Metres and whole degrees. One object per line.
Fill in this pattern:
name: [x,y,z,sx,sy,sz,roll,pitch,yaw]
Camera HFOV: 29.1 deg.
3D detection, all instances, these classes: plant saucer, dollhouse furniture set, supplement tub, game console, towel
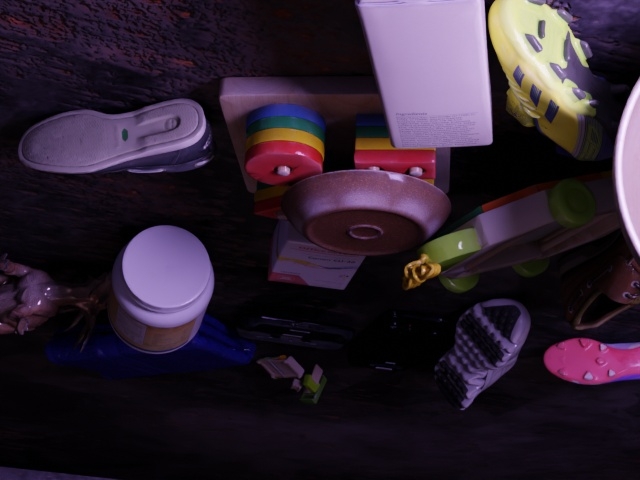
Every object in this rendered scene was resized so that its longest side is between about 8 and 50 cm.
plant saucer: [0.052,-0.024,1.425,0.198,0.036,0.198,2,157,1]
dollhouse furniture set: [-0.045,0.246,2.340,0.076,0.059,0.152,-6,138,38]
supplement tub: [-0.231,0.071,1.778,0.144,0.144,0.200,7,157,-10]
game console: [0.037,0.156,2.093,0.361,0.044,0.213,9,155,-16]
towel: [-0.294,0.181,2.160,0.308,0.076,0.227,-8,162,23]

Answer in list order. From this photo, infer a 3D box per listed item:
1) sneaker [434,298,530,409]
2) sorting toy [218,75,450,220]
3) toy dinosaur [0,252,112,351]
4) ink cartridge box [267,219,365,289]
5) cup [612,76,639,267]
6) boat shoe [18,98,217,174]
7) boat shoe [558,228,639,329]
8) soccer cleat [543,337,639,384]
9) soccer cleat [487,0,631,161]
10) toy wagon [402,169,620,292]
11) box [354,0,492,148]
sneaker: [0.285,0.171,2.046,0.118,0.110,0.292,-23,158,-27]
sorting toy: [0.023,-0.088,1.437,0.255,0.089,0.257,0,158,5]
toy dinosaur: [-0.457,0.103,1.922,0.295,0.127,0.200,-3,164,27]
ink cartridge box: [0.000,0.000,1.681,0.115,0.067,0.198,7,157,-9]
cup: [0.441,-0.048,1.243,0.331,0.331,0.237,1,172,3]
boat shoe: [-0.236,-0.106,1.431,0.233,0.084,0.079,-5,156,11]
boat shoe: [0.436,0.042,1.685,0.110,0.104,0.307,10,156,-16]
soccer cleat: [0.511,0.210,2.126,0.248,0.083,0.095,-5,161,12]
soccer cleat: [0.228,-0.153,1.256,0.121,0.093,0.289,-10,155,33]
toy wagon: [0.242,-0.010,1.482,0.344,0.068,0.267,-10,165,-30]
box: [0.105,-0.189,1.178,0.113,0.094,0.275,-1,157,8]
